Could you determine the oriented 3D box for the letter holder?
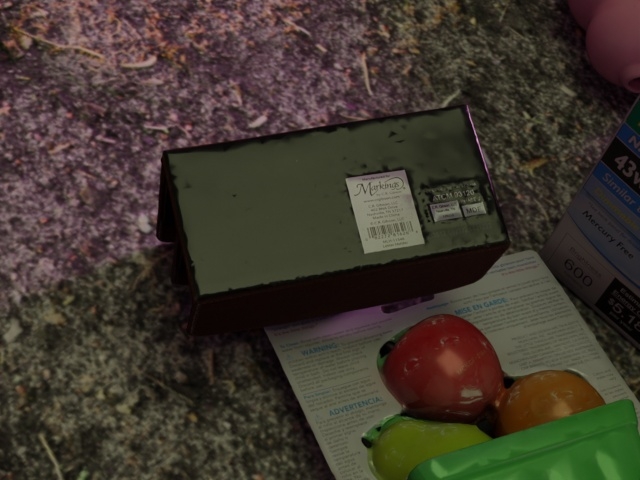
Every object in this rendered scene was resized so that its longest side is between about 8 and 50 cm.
[{"bbox_3d":[0.000,0.000,1.248,0.301,0.214,0.152,-10,70,-14],"label":"letter holder"}]

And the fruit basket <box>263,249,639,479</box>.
[{"bbox_3d":[0.151,0.177,1.223,0.327,0.165,0.353,-14,47,-20],"label":"fruit basket"}]

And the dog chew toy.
[{"bbox_3d":[0.391,-0.332,1.551,0.206,0.207,0.332,8,66,-7],"label":"dog chew toy"}]

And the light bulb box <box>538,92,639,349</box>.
[{"bbox_3d":[0.466,-0.018,1.262,0.358,0.361,0.225,42,60,15],"label":"light bulb box"}]
